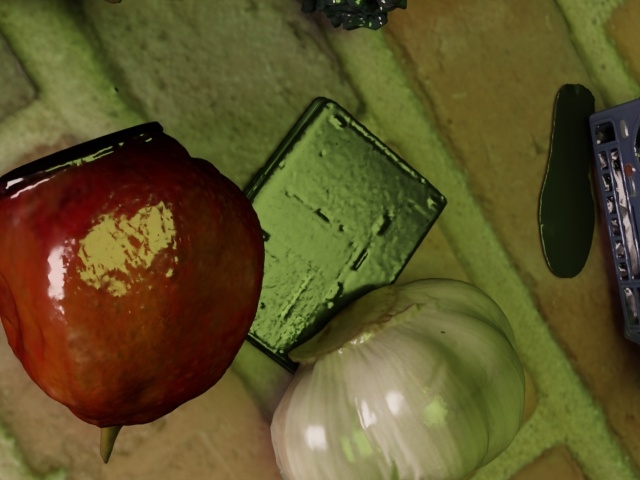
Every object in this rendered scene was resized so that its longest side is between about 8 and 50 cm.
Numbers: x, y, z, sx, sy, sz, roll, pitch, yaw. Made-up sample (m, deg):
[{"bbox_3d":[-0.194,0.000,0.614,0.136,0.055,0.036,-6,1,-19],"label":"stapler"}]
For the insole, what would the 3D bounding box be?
[{"bbox_3d":[0.238,-0.058,0.864,0.064,0.004,0.188,7,86,-21],"label":"insole"}]

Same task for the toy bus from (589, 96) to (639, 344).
[{"bbox_3d":[0.343,0.008,0.836,0.125,0.133,0.292,-10,90,-26],"label":"toy bus"}]

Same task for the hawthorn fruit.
[{"bbox_3d":[-0.140,0.040,0.628,0.189,0.189,0.251,6,94,-21],"label":"hawthorn fruit"}]

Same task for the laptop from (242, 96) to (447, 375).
[{"bbox_3d":[0.000,0.000,0.759,0.154,0.026,0.207,39,76,-16],"label":"laptop"}]

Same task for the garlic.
[{"bbox_3d":[0.084,0.132,0.715,0.229,0.142,0.178,-41,112,-27],"label":"garlic"}]

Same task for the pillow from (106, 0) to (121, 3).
[{"bbox_3d":[-0.248,-0.278,0.606,0.236,0.084,0.223,6,109,1],"label":"pillow"}]

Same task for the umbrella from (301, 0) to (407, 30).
[{"bbox_3d":[0.059,-0.340,0.703,0.094,0.143,0.349,6,96,-29],"label":"umbrella"}]
